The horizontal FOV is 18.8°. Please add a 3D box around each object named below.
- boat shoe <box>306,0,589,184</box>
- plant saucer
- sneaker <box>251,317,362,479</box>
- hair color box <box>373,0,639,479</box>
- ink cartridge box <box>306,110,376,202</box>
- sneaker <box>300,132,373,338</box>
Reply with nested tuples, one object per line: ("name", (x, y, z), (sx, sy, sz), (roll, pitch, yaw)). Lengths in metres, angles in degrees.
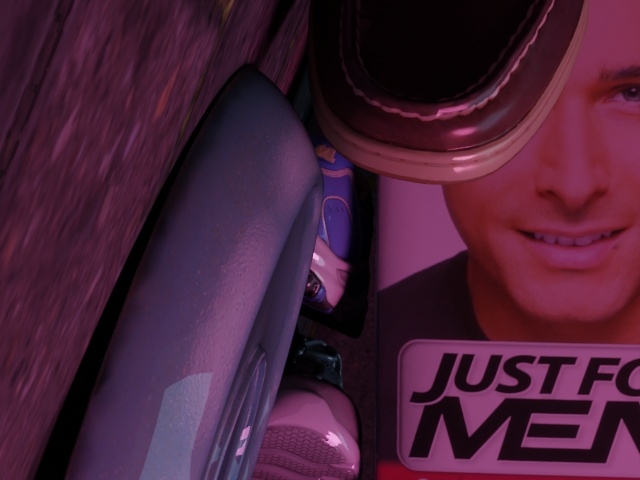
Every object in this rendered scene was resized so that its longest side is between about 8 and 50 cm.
("boat shoe", (0.073, -0.183, 0.831), (0.123, 0.123, 0.342), (85, 23, -55))
("plant saucer", (-0.055, 0.087, 0.784), (0.317, 0.043, 0.318), (16, 90, -86))
("sneaker", (-0.035, 0.090, 1.093), (0.281, 0.105, 0.115), (144, -40, -76))
("hair color box", (0.121, -0.008, 0.991), (0.113, 0.185, 0.374), (-67, 158, -78))
("ink cartridge box", (0.058, -0.064, 1.204), (0.092, 0.143, 0.090), (-68, 160, -1))
("sneaker", (0.000, 0.000, 1.041), (0.211, 0.080, 0.081), (95, 19, -82))
